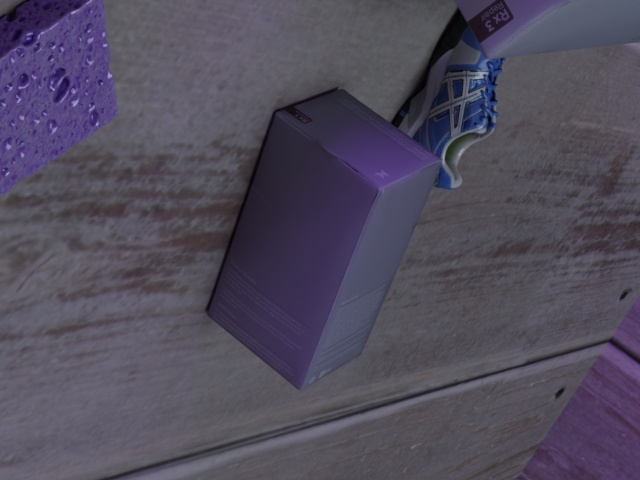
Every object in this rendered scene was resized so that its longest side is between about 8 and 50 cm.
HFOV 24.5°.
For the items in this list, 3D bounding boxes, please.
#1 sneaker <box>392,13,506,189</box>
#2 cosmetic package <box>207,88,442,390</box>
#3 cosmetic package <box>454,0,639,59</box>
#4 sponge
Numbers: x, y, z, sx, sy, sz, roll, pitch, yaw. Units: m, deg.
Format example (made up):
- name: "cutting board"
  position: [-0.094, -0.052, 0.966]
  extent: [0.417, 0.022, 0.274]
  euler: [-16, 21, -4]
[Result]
- name: "sneaker"
  position: [0.145, -0.146, 1.428]
  extent: [0.080, 0.081, 0.211]
  euler: [-4, 126, -59]
- name: "cosmetic package"
  position: [0.000, 0.000, 1.306]
  extent: [0.107, 0.127, 0.238]
  euler: [-24, 146, -49]
- name: "cosmetic package"
  position: [0.272, -0.281, 1.288]
  extent: [0.217, 0.156, 0.385]
  euler: [-33, 169, 31]
- name: "sponge"
  position: [-0.216, -0.067, 0.910]
  extent: [0.210, 0.031, 0.117]
  euler: [-41, 155, -28]
